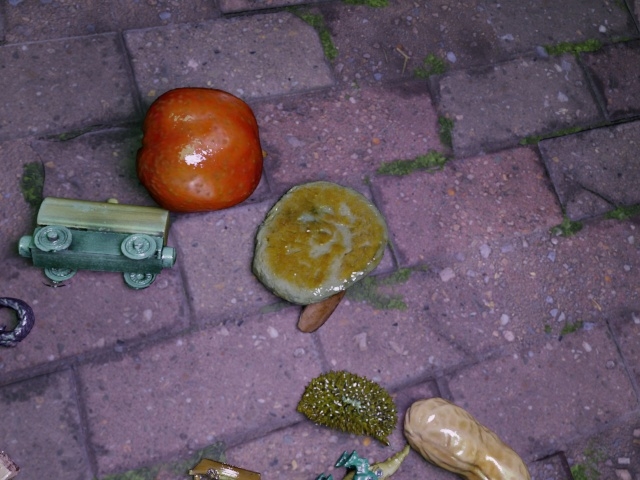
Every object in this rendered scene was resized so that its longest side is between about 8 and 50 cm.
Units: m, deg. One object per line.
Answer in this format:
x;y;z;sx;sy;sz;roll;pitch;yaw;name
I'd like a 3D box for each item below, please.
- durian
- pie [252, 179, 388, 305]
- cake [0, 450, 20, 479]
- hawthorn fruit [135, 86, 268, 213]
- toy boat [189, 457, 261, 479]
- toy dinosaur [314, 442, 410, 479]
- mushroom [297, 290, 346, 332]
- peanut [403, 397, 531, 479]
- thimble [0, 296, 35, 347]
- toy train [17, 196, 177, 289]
0.072;0.345;1.152;0.220;0.095;0.137;22;68;-2;durian
0.000;0.000;1.202;0.323;0.071;0.323;-7;56;10;pie
-0.630;0.411;1.026;0.140;0.055;0.051;36;71;18;cake
-0.243;-0.188;1.153;0.299;0.275;0.276;-3;75;-32;hawthorn fruit
-0.189;0.476;1.091;0.149;0.047;0.049;19;72;-8;toy boat
0.091;0.499;1.129;0.153;0.094;0.259;44;63;0;toy dinosaur
0.019;0.109;1.216;0.072;0.094;0.210;25;67;-2;mushroom
0.315;0.451;1.157;0.305;0.147;0.147;35;71;-1;peanut
-0.625;0.155;1.073;0.104;0.066;0.095;45;74;3;thimble
-0.456;0.000;1.141;0.307;0.126;0.190;5;42;-11;toy train
